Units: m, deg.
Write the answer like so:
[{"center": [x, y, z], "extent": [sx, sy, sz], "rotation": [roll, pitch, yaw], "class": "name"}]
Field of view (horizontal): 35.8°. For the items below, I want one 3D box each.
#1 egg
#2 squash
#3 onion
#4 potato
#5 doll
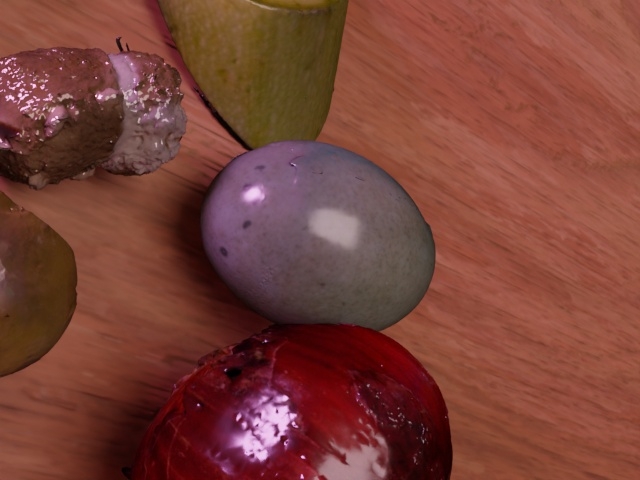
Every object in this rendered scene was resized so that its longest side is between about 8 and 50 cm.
[{"center": [0.000, 0.000, 0.888], "extent": [0.237, 0.169, 0.169], "rotation": [26, 67, -40], "class": "egg"}, {"center": [-0.068, -0.201, 0.945], "extent": [0.237, 0.155, 0.204], "rotation": [-16, 64, -42], "class": "squash"}, {"center": [-0.014, 0.190, 0.784], "extent": [0.276, 0.276, 0.276], "rotation": [7, 80, -43], "class": "onion"}, {"center": [-0.272, 0.019, 0.678], "extent": [0.243, 0.098, 0.138], "rotation": [34, 64, -34], "class": "potato"}, {"center": [-0.201, -0.090, 0.751], "extent": [0.221, 0.105, 0.115], "rotation": [-22, 63, -43], "class": "doll"}]
